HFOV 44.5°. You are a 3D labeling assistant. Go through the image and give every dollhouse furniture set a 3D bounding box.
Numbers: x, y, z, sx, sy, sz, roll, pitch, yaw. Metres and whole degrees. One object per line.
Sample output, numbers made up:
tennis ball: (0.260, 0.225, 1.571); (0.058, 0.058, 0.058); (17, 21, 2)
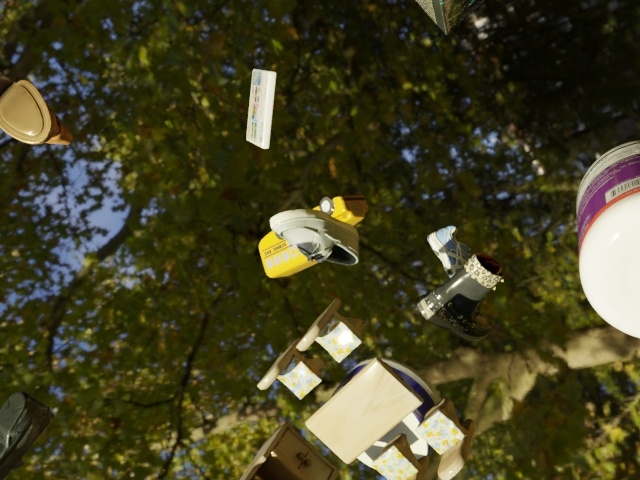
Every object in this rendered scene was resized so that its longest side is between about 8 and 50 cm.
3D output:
dollhouse furniture set: (0.016, 0.391, 1.476); (0.362, 0.394, 0.256); (43, -151, 0)

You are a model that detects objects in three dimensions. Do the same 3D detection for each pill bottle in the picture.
pill bottle: (0.418, -0.020, 0.986); (0.182, 0.181, 0.323); (61, -155, -12)

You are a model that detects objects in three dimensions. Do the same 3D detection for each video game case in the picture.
video game case: (-0.126, -0.282, 1.660); (0.019, 0.143, 0.157); (2, -77, -19)

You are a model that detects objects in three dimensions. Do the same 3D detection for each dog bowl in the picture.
dog bowl: (0.155, 0.410, 1.823); (0.104, 0.264, 0.265); (-39, -75, -46)

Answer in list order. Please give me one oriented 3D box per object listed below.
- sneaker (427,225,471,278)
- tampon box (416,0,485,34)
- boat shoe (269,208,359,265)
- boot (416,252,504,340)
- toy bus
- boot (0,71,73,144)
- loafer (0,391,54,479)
sneaker: (0.361, 0.054, 2.032); (0.211, 0.081, 0.080); (60, -167, 17)
tampon box: (0.156, -0.331, 0.903); (0.101, 0.120, 0.161); (51, -170, 6)
boat shoe: (0.000, 0.001, 1.457); (0.227, 0.079, 0.081); (16, -125, -48)
boot: (0.341, 0.125, 1.694); (0.236, 0.178, 0.085); (22, -147, -39)
toy bus: (-0.017, -0.012, 2.070); (0.108, 0.332, 0.130); (-3, -107, -47)
boot: (-0.604, -0.248, 1.663); (0.109, 0.283, 0.220); (-55, -29, -8)
loafer: (-0.408, 0.283, 1.009); (0.061, 0.062, 0.170); (42, -105, -40)
